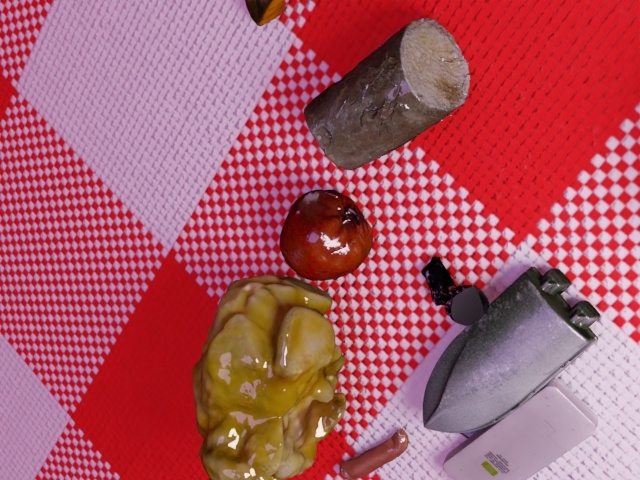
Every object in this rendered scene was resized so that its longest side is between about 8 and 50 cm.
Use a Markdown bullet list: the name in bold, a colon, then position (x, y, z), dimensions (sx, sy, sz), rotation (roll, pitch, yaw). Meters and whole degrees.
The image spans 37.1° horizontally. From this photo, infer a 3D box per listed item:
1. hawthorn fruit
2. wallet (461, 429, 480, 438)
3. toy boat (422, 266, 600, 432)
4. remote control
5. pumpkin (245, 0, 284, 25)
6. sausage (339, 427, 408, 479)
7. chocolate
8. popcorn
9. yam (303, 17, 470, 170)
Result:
- **hawthorn fruit**: position (0.000, 0.000, 1.533), dimensions (0.172, 0.148, 0.148), rotation (-42, 77, 41)
- **wallet**: position (0.246, 0.238, 1.495), dimensions (0.082, 0.018, 0.156), rotation (31, 115, 23)
- **toy boat**: position (0.263, 0.180, 1.415), dimensions (0.319, 0.092, 0.141), rotation (-47, 69, 22)
- **remote control**: position (0.301, 0.311, 1.455), dimensions (0.103, 0.034, 0.250), rotation (44, 121, 1)
- **pumpkin**: position (-0.023, -0.490, 1.463), dimensions (0.258, 0.095, 0.290), rotation (3, 99, 37)
- **sausage**: position (0.093, 0.365, 1.612), dimensions (0.042, 0.036, 0.158), rotation (37, 125, -19)
- **chocolate**: position (0.200, 0.078, 1.438), dimensions (0.070, 0.147, 0.072), rotation (10, 106, -12)
- **popcorn**: position (-0.102, 0.224, 1.561), dimensions (0.294, 0.292, 0.334), rotation (-3, 94, 39)
- **yam**: position (0.092, -0.206, 1.424), dimensions (0.254, 0.154, 0.154), rotation (-31, 83, 31)
